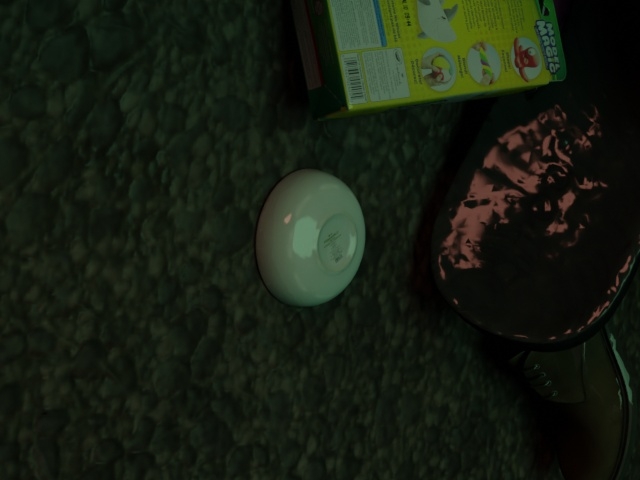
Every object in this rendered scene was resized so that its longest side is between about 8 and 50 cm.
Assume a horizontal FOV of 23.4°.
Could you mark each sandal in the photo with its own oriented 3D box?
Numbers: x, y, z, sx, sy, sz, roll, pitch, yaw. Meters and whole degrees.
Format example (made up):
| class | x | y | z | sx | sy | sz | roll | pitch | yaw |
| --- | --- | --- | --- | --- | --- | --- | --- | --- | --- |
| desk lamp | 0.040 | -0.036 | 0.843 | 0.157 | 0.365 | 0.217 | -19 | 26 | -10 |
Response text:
| class | x | y | z | sx | sy | sz | roll | pitch | yaw |
| --- | --- | --- | --- | --- | --- | --- | --- | --- | --- |
| sandal | 0.200 | -0.144 | 0.989 | 0.107 | 0.167 | 0.446 | 51 | 57 | -69 |

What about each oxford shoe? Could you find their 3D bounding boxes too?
| class | x | y | z | sx | sy | sz | roll | pitch | yaw |
| --- | --- | --- | --- | --- | --- | --- | --- | --- | --- |
| oxford shoe | 0.162 | 0.083 | 1.078 | 0.096 | 0.083 | 0.227 | -22 | 111 | -25 |

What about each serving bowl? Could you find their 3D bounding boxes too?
| class | x | y | z | sx | sy | sz | roll | pitch | yaw |
| --- | --- | --- | --- | --- | --- | --- | --- | --- | --- |
| serving bowl | 0.000 | 0.000 | 0.914 | 0.083 | 0.027 | 0.083 | -11 | 105 | -46 |

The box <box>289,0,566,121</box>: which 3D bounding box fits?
| class | x | y | z | sx | sy | sz | roll | pitch | yaw |
| --- | --- | --- | --- | --- | --- | --- | --- | --- | --- |
| box | 0.068 | -0.133 | 0.916 | 0.179 | 0.043 | 0.105 | -10 | 90 | -33 |
